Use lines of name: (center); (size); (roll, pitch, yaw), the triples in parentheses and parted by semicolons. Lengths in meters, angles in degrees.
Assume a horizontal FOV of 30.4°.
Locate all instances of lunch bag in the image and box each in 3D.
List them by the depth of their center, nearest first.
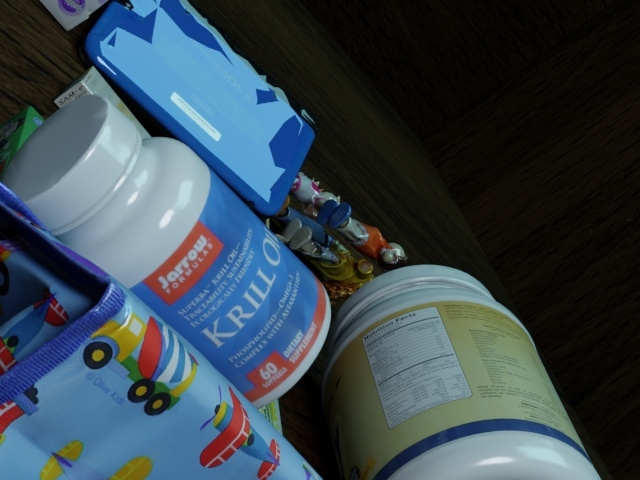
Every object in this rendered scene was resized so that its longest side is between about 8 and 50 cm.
lunch bag: (-0.152, 0.061, 0.604); (0.293, 0.138, 0.221); (39, -9, 45)

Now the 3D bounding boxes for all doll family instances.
doll family: (0.000, 0.000, 1.508); (0.163, 0.118, 0.263); (37, 3, -40)

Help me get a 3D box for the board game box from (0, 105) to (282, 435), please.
board game box: (-0.140, 0.064, 0.899); (0.317, 0.046, 0.213); (49, 13, -27)

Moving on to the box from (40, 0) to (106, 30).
box: (-0.341, -0.361, 1.204); (0.324, 0.063, 0.067); (49, 15, -26)

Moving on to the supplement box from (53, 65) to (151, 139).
supplement box: (-0.205, -0.113, 1.131); (0.098, 0.036, 0.062); (52, 13, -17)

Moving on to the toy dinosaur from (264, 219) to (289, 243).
toy dinosaur: (-0.051, 0.031, 1.350); (0.092, 0.053, 0.183); (66, 2, -68)

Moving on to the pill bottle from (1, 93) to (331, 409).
pill bottle: (-0.102, 0.010, 0.786); (0.221, 0.124, 0.124); (46, 16, -34)

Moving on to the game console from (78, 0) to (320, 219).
game console: (-0.164, -0.172, 1.405); (0.293, 0.173, 0.250); (42, 47, -21)

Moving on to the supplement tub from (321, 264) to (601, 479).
supplement tub: (0.124, 0.188, 1.145); (0.228, 0.228, 0.316); (48, 14, -30)
